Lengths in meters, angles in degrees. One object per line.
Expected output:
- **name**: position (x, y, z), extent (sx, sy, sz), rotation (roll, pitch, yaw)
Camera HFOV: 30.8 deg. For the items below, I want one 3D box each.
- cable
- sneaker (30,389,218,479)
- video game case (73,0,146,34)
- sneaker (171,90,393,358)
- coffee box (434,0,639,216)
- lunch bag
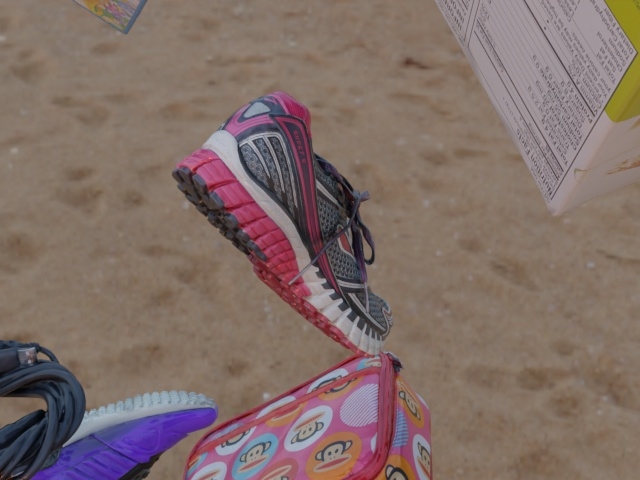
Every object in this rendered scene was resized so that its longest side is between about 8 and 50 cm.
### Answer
- **cable**: position (-0.252, 0.130, 0.786), extent (0.184, 0.047, 0.150), rotation (-14, 30, -18)
- **sneaker**: position (-0.272, 0.296, 1.557), extent (0.293, 0.146, 0.102), rotation (-14, 3, -9)
- **video game case**: position (-0.204, -0.243, 1.023), extent (0.119, 0.015, 0.166), rotation (33, -17, -12)
- **sneaker**: position (0.000, 0.000, 0.990), extent (0.112, 0.299, 0.121), rotation (-47, 50, -9)
- **coffee box**: position (0.255, -0.271, 0.768), extent (0.338, 0.334, 0.338), rotation (-23, 72, -10)
- **lunch bag**: position (-0.018, 0.247, 1.265), extent (0.293, 0.120, 0.258), rotation (-29, 23, 21)
